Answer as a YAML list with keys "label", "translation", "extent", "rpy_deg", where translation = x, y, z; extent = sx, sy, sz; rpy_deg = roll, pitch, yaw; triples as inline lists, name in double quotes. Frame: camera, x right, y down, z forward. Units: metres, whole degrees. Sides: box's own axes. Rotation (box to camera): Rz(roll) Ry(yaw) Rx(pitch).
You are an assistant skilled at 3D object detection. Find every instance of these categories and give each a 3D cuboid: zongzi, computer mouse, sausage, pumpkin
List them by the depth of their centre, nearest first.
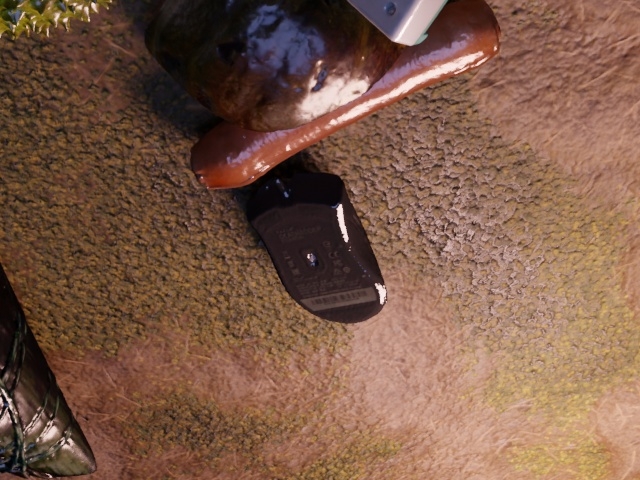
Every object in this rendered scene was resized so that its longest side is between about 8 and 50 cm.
- label: "pumpkin"
  translation: [-0.043, -0.229, 1.144]
  extent: [0.312, 0.148, 0.169]
  rpy_deg: [-22, 156, 6]
- label: "sausage"
  translation: [0.024, -0.179, 1.258]
  extent: [0.418, 0.094, 0.094]
  rpy_deg: [-26, 97, 12]
- label: "zongzi"
  translation: [-0.494, 0.223, 1.332]
  extent: [0.318, 0.362, 0.384]
  rpy_deg: [10, 130, 7]
- label: "computer mouse"
  translation: [0.000, 0.000, 1.396]
  extent: [0.147, 0.088, 0.264]
  rpy_deg: [-10, 131, 21]

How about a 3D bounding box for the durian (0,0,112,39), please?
- label: "durian"
  translation: [-0.235, -0.263, 0.786]
  extent: [0.200, 0.177, 0.237]
  rpy_deg: [21, 137, 1]

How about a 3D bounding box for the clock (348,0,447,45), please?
- label: "clock"
  translation: [0.048, -0.362, 1.007]
  extent: [0.116, 0.262, 0.231]
  rpy_deg: [-12, 144, -52]
